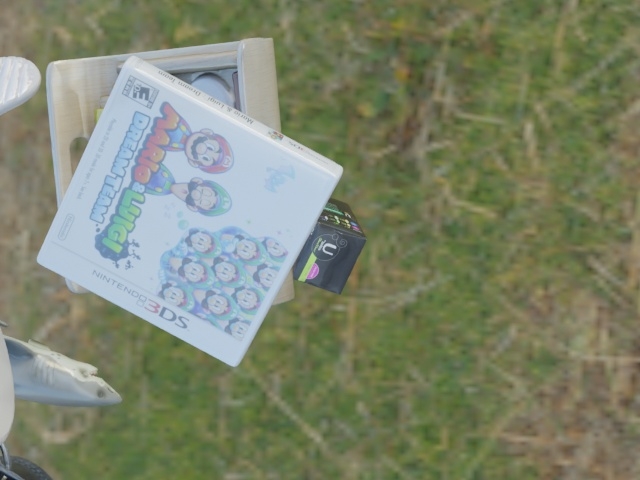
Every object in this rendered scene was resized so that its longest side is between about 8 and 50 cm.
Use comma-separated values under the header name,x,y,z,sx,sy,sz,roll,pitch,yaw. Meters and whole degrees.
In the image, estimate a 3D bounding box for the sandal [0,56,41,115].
name,x,y,z,sx,sy,sz,roll,pitch,yaw
sandal,-0.418,-0.112,2.092,0.076,0.265,0.102,77,170,-47

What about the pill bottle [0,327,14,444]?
name,x,y,z,sx,sy,sz,roll,pitch,yaw
pill bottle,-0.303,0.088,0.936,0.283,0.160,0.160,-22,66,10

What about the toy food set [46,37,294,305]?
name,x,y,z,sx,sy,sz,roll,pitch,yaw
toy food set,-0.140,-0.057,1.696,0.306,0.092,0.220,1,99,50

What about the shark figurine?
name,x,y,z,sx,sy,sz,roll,pitch,yaw
shark figurine,-0.367,0.145,2.128,0.278,0.166,0.116,16,84,45

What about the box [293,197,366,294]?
name,x,y,z,sx,sy,sz,roll,pitch,yaw
box,0.000,0.000,1.780,0.062,0.052,0.083,-64,21,18

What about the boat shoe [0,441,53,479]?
name,x,y,z,sx,sy,sz,roll,pitch,yaw
boat shoe,-0.287,0.252,1.641,0.156,0.500,0.187,-25,73,-5

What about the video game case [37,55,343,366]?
name,x,y,z,sx,sy,sz,roll,pitch,yaw
video game case,-0.081,-0.015,1.178,0.143,0.019,0.157,28,121,-1
